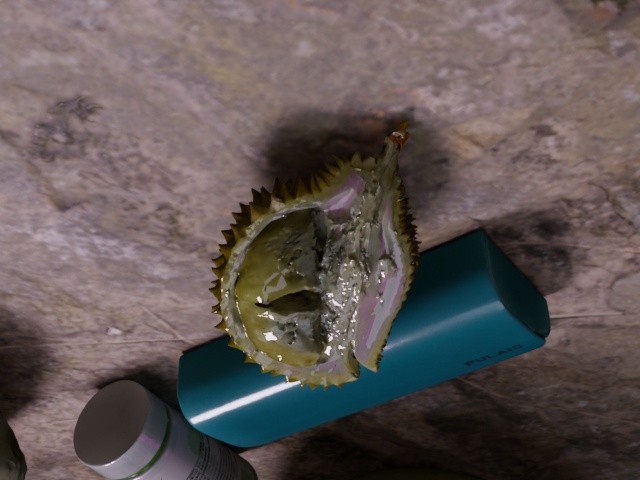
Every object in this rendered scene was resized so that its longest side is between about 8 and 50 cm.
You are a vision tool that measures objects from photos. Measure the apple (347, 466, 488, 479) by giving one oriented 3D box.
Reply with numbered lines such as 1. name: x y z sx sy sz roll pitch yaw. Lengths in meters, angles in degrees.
1. apple: 0.088 0.457 1.038 0.474 0.473 0.473 -1 142 -1

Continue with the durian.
1. durian: 0.000 0.000 0.738 0.147 0.102 0.208 18 115 -26

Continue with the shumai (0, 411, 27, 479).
1. shumai: -0.360 0.252 0.906 0.261 0.221 0.225 -21 170 9

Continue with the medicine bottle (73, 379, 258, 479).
1. medicine bottle: -0.140 0.208 0.993 0.086 0.086 0.183 -21 138 23

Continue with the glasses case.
1. glasses case: 0.032 0.097 0.875 0.301 0.070 0.117 -26 136 26
